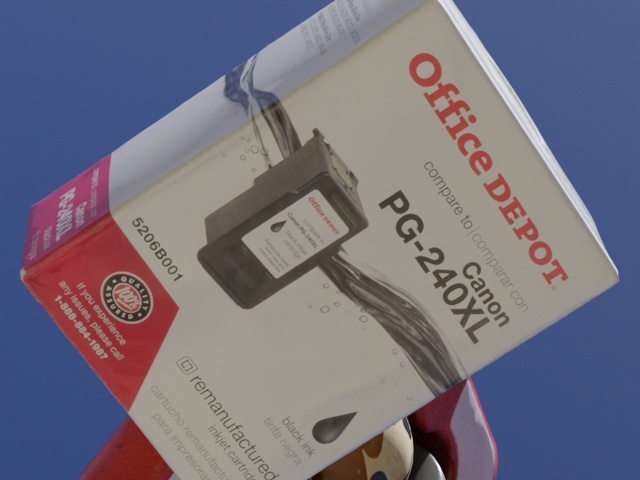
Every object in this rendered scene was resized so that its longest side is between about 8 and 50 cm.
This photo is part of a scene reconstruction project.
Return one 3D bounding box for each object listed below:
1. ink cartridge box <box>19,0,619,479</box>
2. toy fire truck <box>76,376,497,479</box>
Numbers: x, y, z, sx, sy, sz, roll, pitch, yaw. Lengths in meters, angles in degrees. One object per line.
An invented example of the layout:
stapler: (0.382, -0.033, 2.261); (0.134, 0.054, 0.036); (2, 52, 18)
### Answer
ink cartridge box: (0.000, 0.000, 0.556); (0.150, 0.063, 0.109); (-33, -71, 8)
toy fire truck: (-0.015, 0.148, 0.824); (0.169, 0.254, 0.302); (10, -133, 35)
